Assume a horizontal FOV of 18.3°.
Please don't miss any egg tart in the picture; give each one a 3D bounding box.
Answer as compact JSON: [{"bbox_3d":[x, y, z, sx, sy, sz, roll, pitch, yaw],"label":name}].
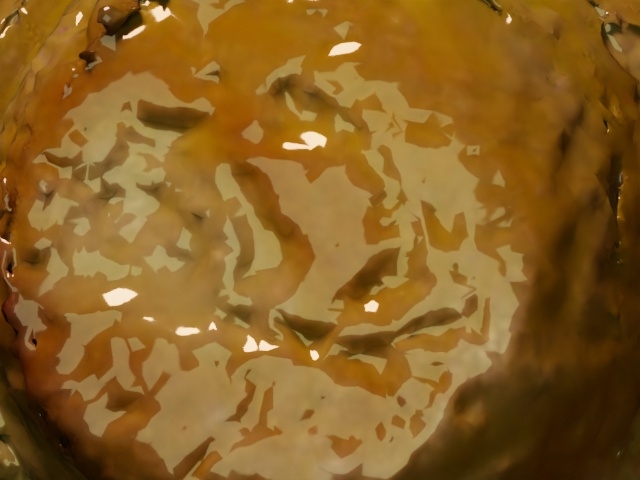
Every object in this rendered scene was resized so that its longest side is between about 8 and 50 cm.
[{"bbox_3d":[0.000,0.000,0.867,0.443,0.178,0.443,0,91,4],"label":"egg tart"}]
